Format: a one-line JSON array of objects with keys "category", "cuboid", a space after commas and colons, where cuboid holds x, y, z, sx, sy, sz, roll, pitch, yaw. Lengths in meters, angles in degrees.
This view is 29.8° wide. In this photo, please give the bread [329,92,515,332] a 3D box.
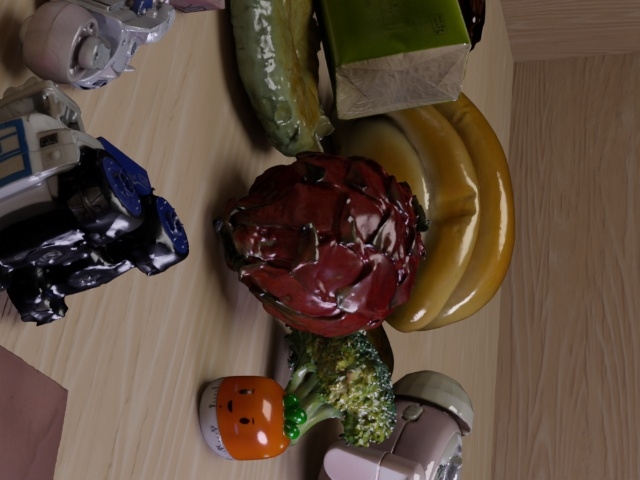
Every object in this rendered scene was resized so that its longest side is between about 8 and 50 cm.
[{"category": "bread", "cuboid": [0.127, -0.063, 1.940, 0.245, 0.329, 0.424, -5, 82, -46]}]

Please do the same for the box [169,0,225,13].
[{"category": "box", "cuboid": [-0.160, -0.323, 1.363, 0.156, 0.060, 0.111, -9, 98, -72]}]

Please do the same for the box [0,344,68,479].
[{"category": "box", "cuboid": [-0.278, 0.173, 0.862, 0.215, 0.086, 0.215, 55, 37, -59]}]

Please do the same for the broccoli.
[{"category": "broccoli", "cuboid": [0.002, 0.214, 1.680, 0.194, 0.219, 0.194, -46, 167, -14]}]

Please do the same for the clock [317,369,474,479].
[{"category": "clock", "cuboid": [0.117, 0.393, 1.851, 0.326, 0.184, 0.342, -29, 136, -59]}]

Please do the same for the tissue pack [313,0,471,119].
[{"category": "tissue pack", "cuboid": [0.094, -0.348, 1.805, 0.167, 0.200, 0.275, 88, -8, -65]}]

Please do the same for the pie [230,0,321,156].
[{"category": "pie", "cuboid": [-0.058, -0.271, 1.663, 0.306, 0.071, 0.306, -4, 90, -76]}]

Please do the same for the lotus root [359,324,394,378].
[{"category": "lotus root", "cuboid": [0.046, 0.165, 1.857, 0.241, 0.123, 0.124, 71, 13, -50]}]

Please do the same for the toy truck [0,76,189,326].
[{"category": "toy truck", "cuboid": [-0.220, -0.043, 1.014, 0.213, 0.161, 0.177, 45, 26, -65]}]

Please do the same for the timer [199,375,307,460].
[{"category": "timer", "cuboid": [-0.076, 0.217, 1.457, 0.136, 0.136, 0.099, 54, 43, -61]}]

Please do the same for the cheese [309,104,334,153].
[{"category": "cheese", "cuboid": [-0.008, -0.167, 1.865, 0.084, 0.041, 0.060, -72, 148, -44]}]

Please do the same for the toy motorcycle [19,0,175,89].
[{"category": "toy motorcycle", "cuboid": [-0.210, -0.193, 1.146, 0.254, 0.112, 0.112, -56, 140, -65]}]

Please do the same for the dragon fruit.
[{"category": "dragon fruit", "cuboid": [0.000, 0.000, 1.554, 0.299, 0.244, 0.244, 14, 69, -30]}]

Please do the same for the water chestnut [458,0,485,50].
[{"category": "water chestnut", "cuboid": [0.204, -0.455, 2.145, 0.350, 0.302, 0.350, -7, 90, -72]}]
